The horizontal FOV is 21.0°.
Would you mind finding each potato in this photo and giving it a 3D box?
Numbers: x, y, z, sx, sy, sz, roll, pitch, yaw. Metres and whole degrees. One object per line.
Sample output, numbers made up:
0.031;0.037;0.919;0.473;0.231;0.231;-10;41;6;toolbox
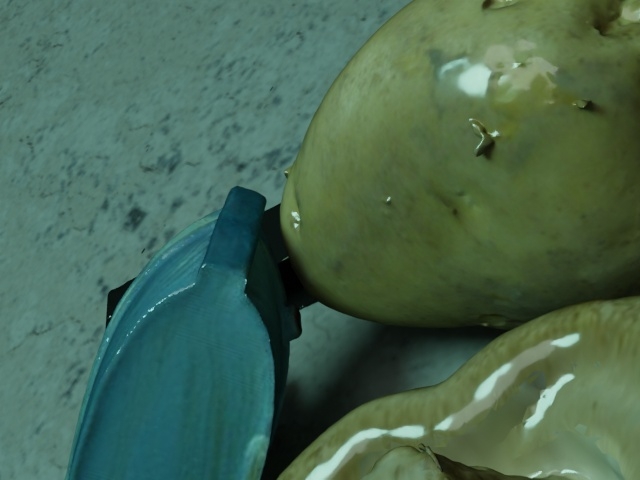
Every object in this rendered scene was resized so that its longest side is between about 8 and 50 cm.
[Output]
0.075;-0.037;0.727;0.234;0.161;0.128;-4;21;32;potato

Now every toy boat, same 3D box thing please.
-0.064;0.079;0.800;0.102;0.088;0.215;-76;3;-79;toy boat

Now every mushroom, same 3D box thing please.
0.065;0.139;0.611;0.278;0.146;0.278;-28;35;22;mushroom

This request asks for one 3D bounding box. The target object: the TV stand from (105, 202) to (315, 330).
0.000;0.000;0.863;0.249;0.042;0.036;-26;41;24;TV stand
